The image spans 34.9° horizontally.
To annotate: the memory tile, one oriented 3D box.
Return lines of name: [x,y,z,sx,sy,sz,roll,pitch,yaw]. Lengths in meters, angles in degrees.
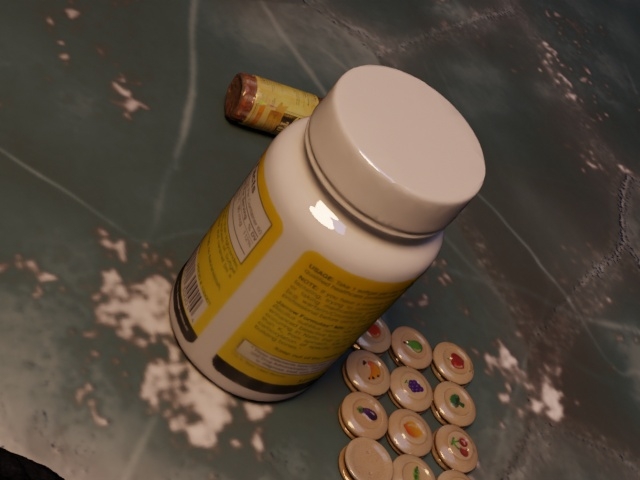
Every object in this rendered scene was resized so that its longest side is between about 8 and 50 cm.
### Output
memory tile: [0.064,0.120,0.714,0.113,0.012,0.148,23,44,-19]

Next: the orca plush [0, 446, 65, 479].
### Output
orca plush: [-0.147,0.120,0.359,0.287,0.102,0.151,31,48,-35]

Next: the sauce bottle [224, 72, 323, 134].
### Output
sauce bottle: [-0.014,-0.100,0.827,0.128,0.042,0.042,14,47,-25]

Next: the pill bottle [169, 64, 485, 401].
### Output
pill bottle: [0.000,0.000,0.622,0.119,0.208,0.119,20,45,-22]
